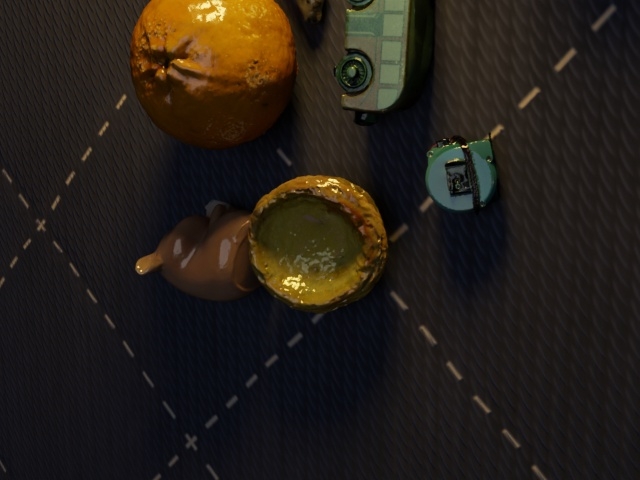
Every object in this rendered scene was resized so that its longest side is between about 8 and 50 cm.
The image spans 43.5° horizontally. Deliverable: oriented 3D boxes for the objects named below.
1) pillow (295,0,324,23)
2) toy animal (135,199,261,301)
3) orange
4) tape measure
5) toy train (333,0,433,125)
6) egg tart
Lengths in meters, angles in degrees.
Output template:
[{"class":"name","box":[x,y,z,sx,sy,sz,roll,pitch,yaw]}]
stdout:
[{"class":"pillow","box":[-0.039,-0.541,1.556,0.093,0.051,0.241,-29,81,38]},{"class":"toy animal","box":[-0.227,0.019,1.697,0.256,0.195,0.213,10,79,35]},{"class":"orange","box":[-0.216,-0.342,1.562,0.340,0.293,0.341,8,104,34]},{"class":"tape measure","box":[0.251,-0.114,1.423,0.125,0.081,0.146,-9,97,16]},{"class":"toy train","box":[0.116,-0.368,1.443,0.159,0.129,0.327,9,102,26]},{"class":"egg tart","box":[0.000,0.000,1.572,0.294,0.123,0.294,6,109,19]}]
